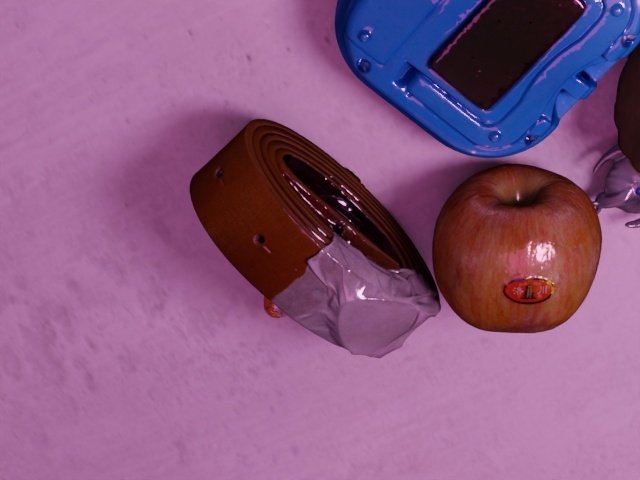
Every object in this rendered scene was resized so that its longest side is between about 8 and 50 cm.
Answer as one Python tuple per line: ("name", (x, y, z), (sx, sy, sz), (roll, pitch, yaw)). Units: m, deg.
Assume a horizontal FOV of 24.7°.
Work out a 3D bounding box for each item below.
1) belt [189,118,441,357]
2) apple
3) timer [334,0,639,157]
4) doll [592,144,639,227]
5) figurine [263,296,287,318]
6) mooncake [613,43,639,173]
("belt", (0.000, 0.000, 1.822), (0.338, 0.217, 0.122), (42, 117, -16))
("apple", (0.241, 0.012, 1.796), (0.211, 0.211, 0.188), (1, 122, 8))
("timer", (0.202, -0.270, 1.705), (0.309, 0.115, 0.340), (36, 118, -14))
("doll", (0.417, -0.084, 1.801), (0.194, 0.062, 0.104), (-30, 128, 12))
("figurine", (-0.022, 0.082, 1.970), (0.109, 0.047, 0.064), (-5, 111, 1))
("mooncake", (0.455, -0.159, 1.669), (0.124, 0.228, 0.228), (16, 126, -39))
